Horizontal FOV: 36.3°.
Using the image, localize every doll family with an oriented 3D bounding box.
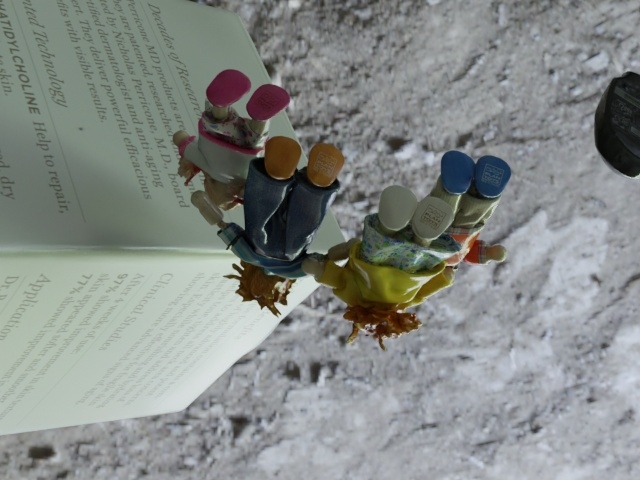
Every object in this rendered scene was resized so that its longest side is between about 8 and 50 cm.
[{"bbox_3d":[0.000,0.000,0.698,0.262,0.118,0.163,20,146,2],"label":"doll family"}]

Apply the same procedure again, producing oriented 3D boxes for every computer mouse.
[{"bbox_3d":[0.292,-0.144,0.875,0.071,0.242,0.041,33,147,-4],"label":"computer mouse"}]

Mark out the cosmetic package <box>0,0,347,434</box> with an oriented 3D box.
[{"bbox_3d":[-0.257,-0.029,0.931,0.393,0.328,0.329,2,144,-45],"label":"cosmetic package"}]
